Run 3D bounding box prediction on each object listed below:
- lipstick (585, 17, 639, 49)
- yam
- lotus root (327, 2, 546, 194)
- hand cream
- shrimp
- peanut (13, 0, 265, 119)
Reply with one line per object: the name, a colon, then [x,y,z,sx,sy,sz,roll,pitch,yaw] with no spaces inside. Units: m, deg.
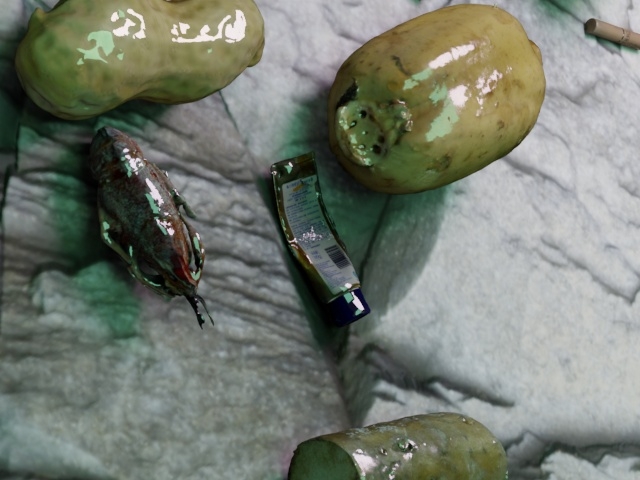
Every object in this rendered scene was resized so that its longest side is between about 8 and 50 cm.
lipstick: [0.339,-0.235,1.914,0.094,0.019,0.019,10,73,-39]
yam: [0.074,0.214,1.514,0.194,0.107,0.107,-7,84,-42]
lotus root: [0.124,-0.141,1.622,0.284,0.146,0.160,-27,115,-45]
hand cream: [0.000,0.000,1.553,0.062,0.039,0.163,-19,86,-40]
shrimp: [-0.141,-0.009,1.410,0.075,0.073,0.190,-34,93,3]
peanut: [-0.144,-0.166,1.423,0.263,0.101,0.117,-9,105,-42]
